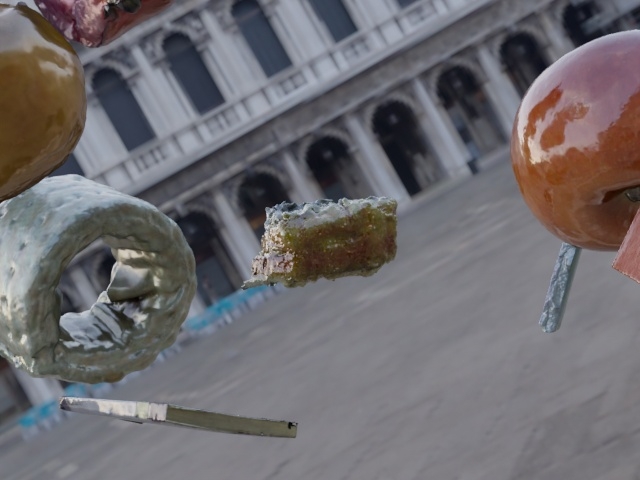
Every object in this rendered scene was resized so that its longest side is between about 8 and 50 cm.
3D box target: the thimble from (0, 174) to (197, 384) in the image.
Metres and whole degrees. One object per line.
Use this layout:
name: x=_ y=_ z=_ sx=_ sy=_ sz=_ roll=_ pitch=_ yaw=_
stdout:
thimble: x=-0.334 y=0.061 z=1.737 sx=0.291 sy=0.291 sz=0.195 roll=-30 pitch=31 yaw=-28

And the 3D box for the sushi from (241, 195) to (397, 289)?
sushi: x=0.000 y=0.000 z=2.093 sx=0.274 sy=0.139 sz=0.184 roll=-8 pitch=5 yaw=-20

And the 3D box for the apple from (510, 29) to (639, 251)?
apple: x=0.341 y=-0.102 z=1.351 sx=0.272 sy=0.206 sz=0.251 roll=0 pitch=-29 yaw=15

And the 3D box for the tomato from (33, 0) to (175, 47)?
tomato: x=-0.252 y=-0.411 z=1.514 sx=0.176 sy=0.289 sz=0.335 roll=-30 pitch=-8 yaw=-31

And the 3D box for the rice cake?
rice cake: x=0.347 y=0.046 z=1.780 sx=0.030 sy=0.180 sz=0.042 roll=19 pitch=16 yaw=22

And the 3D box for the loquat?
loquat: x=-0.344 y=-0.131 z=1.251 sx=0.238 sy=0.193 sz=0.238 roll=-30 pitch=32 yaw=21

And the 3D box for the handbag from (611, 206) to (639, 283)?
handbag: x=0.357 y=0.007 z=1.122 sx=0.127 sy=0.063 sz=0.190 roll=-66 pitch=27 yaw=9

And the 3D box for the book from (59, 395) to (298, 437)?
book: x=-0.153 y=0.187 z=1.308 sx=0.157 sy=0.026 sz=0.231 roll=13 pitch=-11 yaw=-36
